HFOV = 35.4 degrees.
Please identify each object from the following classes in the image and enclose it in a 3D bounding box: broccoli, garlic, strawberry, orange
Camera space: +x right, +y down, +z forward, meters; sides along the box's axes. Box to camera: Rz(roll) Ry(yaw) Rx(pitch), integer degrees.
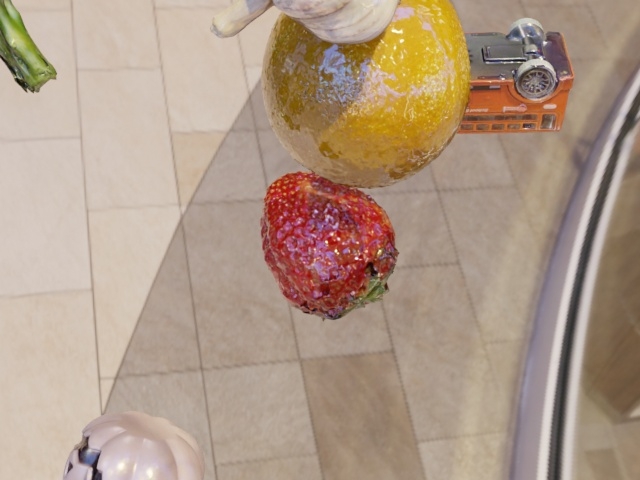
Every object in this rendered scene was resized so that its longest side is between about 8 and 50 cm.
[{"bbox_3d":[-0.552,-0.364,1.611,0.198,0.275,0.177,13,49,32],"label":"broccoli"},{"bbox_3d":[-0.030,-0.283,1.054,0.226,0.199,0.199,-20,52,27],"label":"garlic"},{"bbox_3d":[0.000,0.000,1.807,0.238,0.250,0.288,-27,74,-32],"label":"strawberry"},{"bbox_3d":[0.057,-0.203,1.242,0.274,0.274,0.274,6,56,-8],"label":"orange"}]

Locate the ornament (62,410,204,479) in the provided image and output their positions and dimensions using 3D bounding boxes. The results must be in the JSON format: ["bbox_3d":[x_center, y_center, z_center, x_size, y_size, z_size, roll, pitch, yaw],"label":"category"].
[{"bbox_3d":[-0.235,0.306,1.260,0.177,0.177,0.178,6,56,-8],"label":"ornament"}]

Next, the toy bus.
[{"bbox_3d":[0.212,-0.244,1.551,0.329,0.153,0.143,-1,44,2],"label":"toy bus"}]
